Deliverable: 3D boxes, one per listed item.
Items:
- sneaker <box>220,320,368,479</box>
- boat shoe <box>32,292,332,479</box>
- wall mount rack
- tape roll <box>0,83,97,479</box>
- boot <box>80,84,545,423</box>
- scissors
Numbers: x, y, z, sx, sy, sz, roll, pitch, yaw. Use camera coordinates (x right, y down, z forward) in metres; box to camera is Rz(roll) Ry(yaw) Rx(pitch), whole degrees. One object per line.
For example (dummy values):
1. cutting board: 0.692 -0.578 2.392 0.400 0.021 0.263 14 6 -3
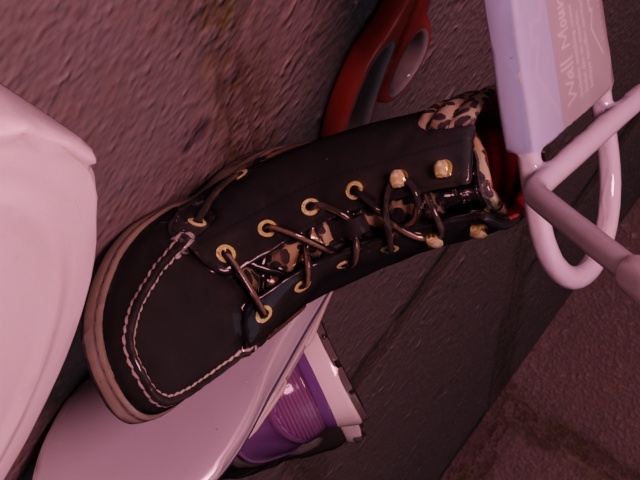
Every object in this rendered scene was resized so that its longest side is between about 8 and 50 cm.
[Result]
1. sneaker: -0.045 0.108 1.235 0.124 0.107 0.283 -26 171 -3
2. boat shoe: -0.069 0.080 1.052 0.267 0.096 0.088 -59 164 -26
3. wall mount rack: 0.132 -0.124 0.835 0.304 0.130 0.350 -40 123 -55
4. tape roll: -0.192 0.059 0.557 0.286 0.100 0.286 -51 165 -20
5. boot: 0.000 -0.002 0.915 0.179 0.085 0.236 -16 -161 33
6. scissors: 0.061 -0.167 1.068 0.109 0.021 0.297 -43 162 -39
